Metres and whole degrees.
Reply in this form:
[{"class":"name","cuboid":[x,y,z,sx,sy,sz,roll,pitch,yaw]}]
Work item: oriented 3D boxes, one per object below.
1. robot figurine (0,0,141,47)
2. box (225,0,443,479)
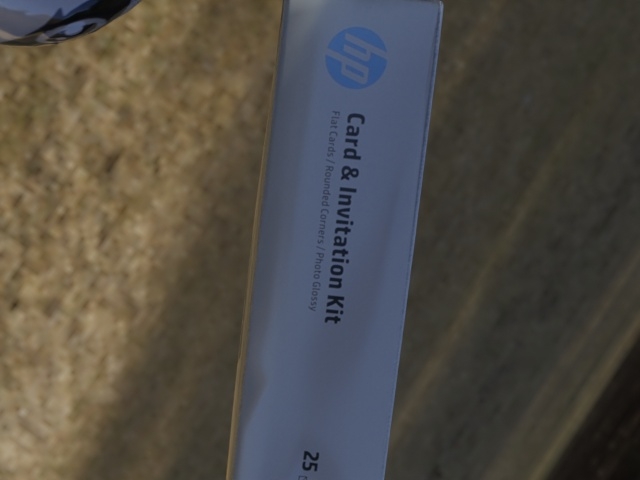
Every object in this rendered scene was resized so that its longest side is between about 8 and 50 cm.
[{"class":"robot figurine","cuboid":[-0.060,-0.187,0.558,0.278,0.173,0.209,-50,161,-3]},{"class":"box","cuboid":[0.000,0.000,0.492,0.186,0.038,0.145,-88,-175,-80]}]
